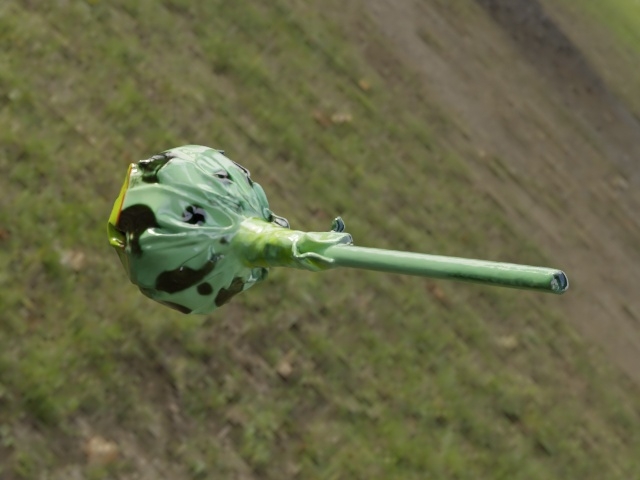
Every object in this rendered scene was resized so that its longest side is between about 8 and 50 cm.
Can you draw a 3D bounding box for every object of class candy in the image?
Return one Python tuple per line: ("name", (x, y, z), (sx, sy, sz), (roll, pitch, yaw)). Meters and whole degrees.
("candy", (0.000, 0.000, 0.790), (0.083, 0.305, 0.091), (-31, 113, -36))
